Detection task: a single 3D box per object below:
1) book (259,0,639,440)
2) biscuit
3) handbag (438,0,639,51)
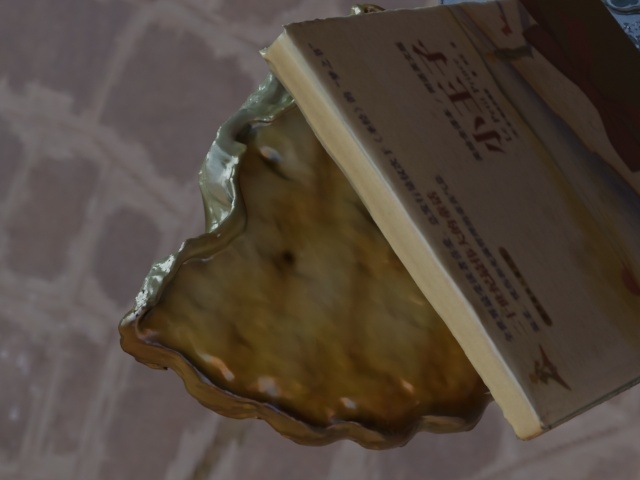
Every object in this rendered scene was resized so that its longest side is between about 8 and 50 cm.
[{"bbox_3d":[0.110,-0.026,0.899,0.026,0.289,0.201,-40,78,33],"label":"book"},{"bbox_3d":[0.000,0.000,1.410,0.329,0.335,0.078,67,156,15],"label":"biscuit"},{"bbox_3d":[0.171,-0.167,1.387,0.179,0.062,0.229,-6,84,30],"label":"handbag"}]
